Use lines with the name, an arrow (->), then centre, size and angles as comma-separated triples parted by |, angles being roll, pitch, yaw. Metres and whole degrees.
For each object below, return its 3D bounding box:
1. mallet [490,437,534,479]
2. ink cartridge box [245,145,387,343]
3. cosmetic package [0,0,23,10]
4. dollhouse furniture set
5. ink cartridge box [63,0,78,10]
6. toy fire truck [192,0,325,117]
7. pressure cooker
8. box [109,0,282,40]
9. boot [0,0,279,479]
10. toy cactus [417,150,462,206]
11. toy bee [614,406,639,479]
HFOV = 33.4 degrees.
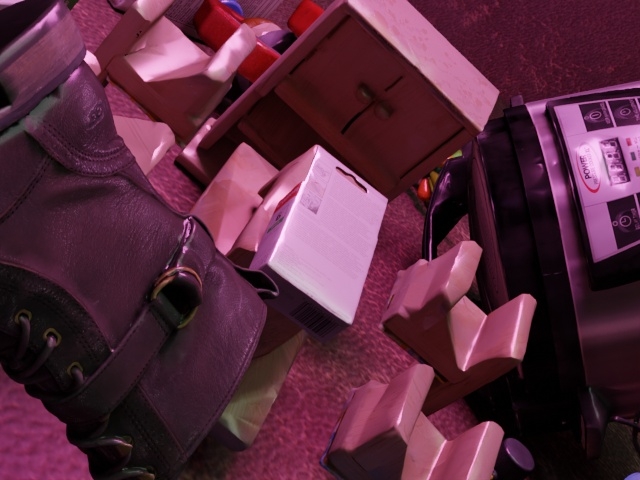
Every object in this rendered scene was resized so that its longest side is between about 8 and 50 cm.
mallet -> 0.122, 0.202, 0.892 | 0.039, 0.062, 0.189 | 54, 22, 23
ink cartridge box -> 0.000, 0.000, 0.647 | 0.063, 0.029, 0.115 | 37, 41, -16
cosmetic package -> -0.263, -0.101, 0.517 | 0.151, 0.183, 0.151 | 47, 20, 5
dollhouse furniture set -> -0.046, -0.004, 0.828 | 0.362, 0.256, 0.394 | 42, 42, -11
ink cartridge box -> -0.275, -0.270, 0.864 | 0.208, 0.153, 0.087 | 16, 37, -53
toy fire truck -> -0.028, -0.176, 1.188 | 0.302, 0.169, 0.254 | 26, 14, -45
pressure cooker -> 0.321, 0.019, 1.160 | 0.370, 0.420, 0.376 | -65, 144, -75
box -> -0.149, -0.334, 1.241 | 0.127, 0.148, 0.232 | 54, 21, 22
boot -> -0.129, 0.044, 0.472 | 0.263, 0.091, 0.229 | -51, 127, -32
toy cactus -> 0.146, -0.128, 1.506 | 0.180, 0.112, 0.219 | 41, 25, -19
toy bee -> 0.274, 0.286, 0.965 | 0.298, 0.162, 0.195 | 51, -15, -25
